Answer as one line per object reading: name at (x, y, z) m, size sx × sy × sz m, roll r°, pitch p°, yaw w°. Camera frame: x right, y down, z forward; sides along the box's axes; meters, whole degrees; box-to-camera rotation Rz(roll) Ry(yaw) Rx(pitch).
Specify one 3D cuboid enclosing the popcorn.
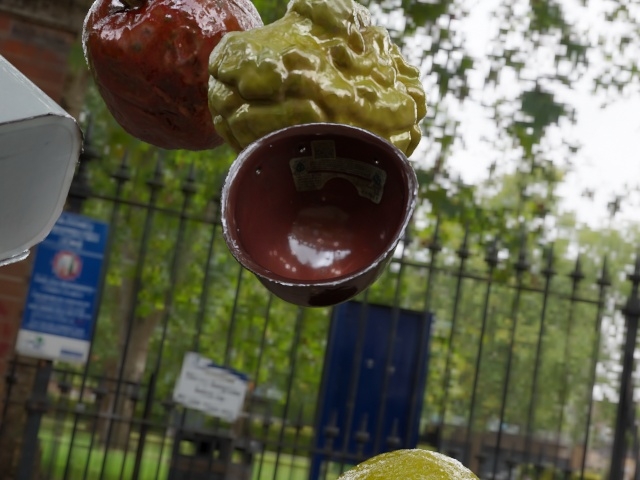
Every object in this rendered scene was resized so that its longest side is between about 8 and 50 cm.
popcorn at (-0.002, -0.158, 1.236) m, size 0.226 × 0.203 × 0.200 m, roll 19°, pitch 11°, yaw 10°

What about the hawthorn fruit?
hawthorn fruit at (-0.185, -0.245, 1.621) m, size 0.258 × 0.258 × 0.262 m, roll 8°, pitch -10°, yaw 9°

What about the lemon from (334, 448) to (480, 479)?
lemon at (0.081, 0.372, 1.381) m, size 0.253 × 0.310 × 0.253 m, roll 49°, pitch -14°, yaw 17°

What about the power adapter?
power adapter at (-0.311, -0.093, 0.819) m, size 0.255 × 0.124 × 0.187 m, roll 41°, pitch 34°, yaw 23°

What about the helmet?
helmet at (0.000, 0.000, 0.994) m, size 0.155 × 0.175 × 0.106 m, roll 3°, pitch -43°, yaw 6°
